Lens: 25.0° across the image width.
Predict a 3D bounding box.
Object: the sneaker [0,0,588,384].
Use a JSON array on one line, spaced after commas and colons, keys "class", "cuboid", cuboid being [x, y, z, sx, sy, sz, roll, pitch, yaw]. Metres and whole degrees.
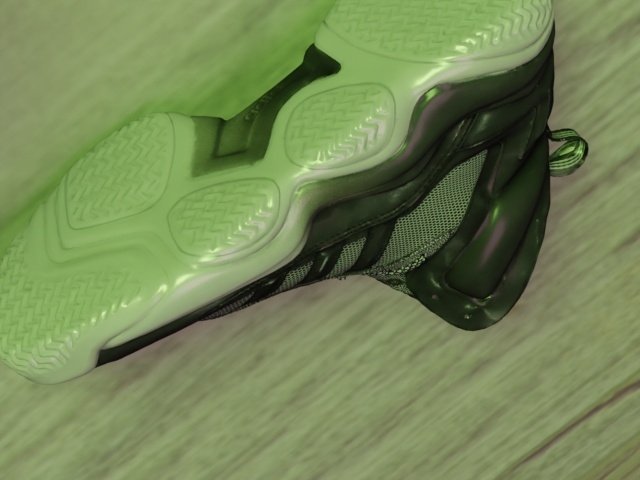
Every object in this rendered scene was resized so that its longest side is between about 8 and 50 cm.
[{"class": "sneaker", "cuboid": [0.000, 0.000, 0.616, 0.268, 0.101, 0.153, -35, 134, -1]}]
